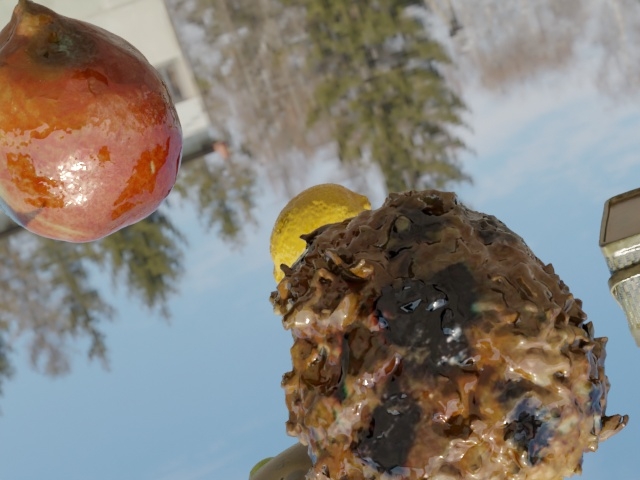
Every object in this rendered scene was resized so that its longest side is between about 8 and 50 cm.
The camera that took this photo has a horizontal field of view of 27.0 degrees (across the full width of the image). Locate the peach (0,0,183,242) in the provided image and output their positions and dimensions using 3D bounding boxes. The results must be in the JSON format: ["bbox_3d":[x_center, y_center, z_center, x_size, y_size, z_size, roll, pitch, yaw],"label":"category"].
[{"bbox_3d":[-0.266,-0.134,1.401,0.232,0.256,0.232,-8,-160,3],"label":"peach"}]

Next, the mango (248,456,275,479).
[{"bbox_3d":[-0.061,0.373,1.966,0.091,0.165,0.074,-44,-122,-12],"label":"mango"}]

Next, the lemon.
[{"bbox_3d":[0.000,0.000,1.895,0.187,0.142,0.142,-49,-174,15],"label":"lemon"}]

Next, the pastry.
[{"bbox_3d":[0.125,0.134,1.369,0.337,0.405,0.292,-19,154,19],"label":"pastry"}]

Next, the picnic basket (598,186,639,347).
[{"bbox_3d":[0.451,0.013,1.688,0.165,0.139,0.266,-20,-169,18],"label":"picnic basket"}]

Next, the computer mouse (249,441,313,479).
[{"bbox_3d":[-0.032,0.288,1.517,0.102,0.045,0.199,-33,-158,6],"label":"computer mouse"}]
